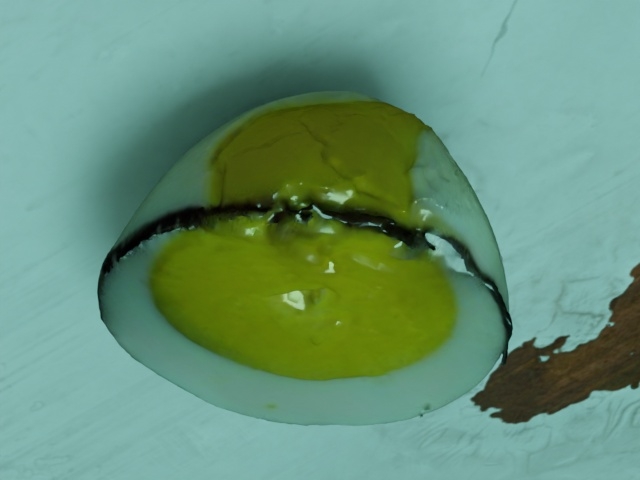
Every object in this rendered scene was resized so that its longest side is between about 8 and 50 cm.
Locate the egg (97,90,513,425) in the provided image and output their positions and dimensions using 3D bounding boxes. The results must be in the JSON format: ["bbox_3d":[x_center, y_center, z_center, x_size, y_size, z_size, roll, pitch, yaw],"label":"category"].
[{"bbox_3d":[0.000,0.000,1.538,0.337,0.201,0.337,8,143,6],"label":"egg"}]
